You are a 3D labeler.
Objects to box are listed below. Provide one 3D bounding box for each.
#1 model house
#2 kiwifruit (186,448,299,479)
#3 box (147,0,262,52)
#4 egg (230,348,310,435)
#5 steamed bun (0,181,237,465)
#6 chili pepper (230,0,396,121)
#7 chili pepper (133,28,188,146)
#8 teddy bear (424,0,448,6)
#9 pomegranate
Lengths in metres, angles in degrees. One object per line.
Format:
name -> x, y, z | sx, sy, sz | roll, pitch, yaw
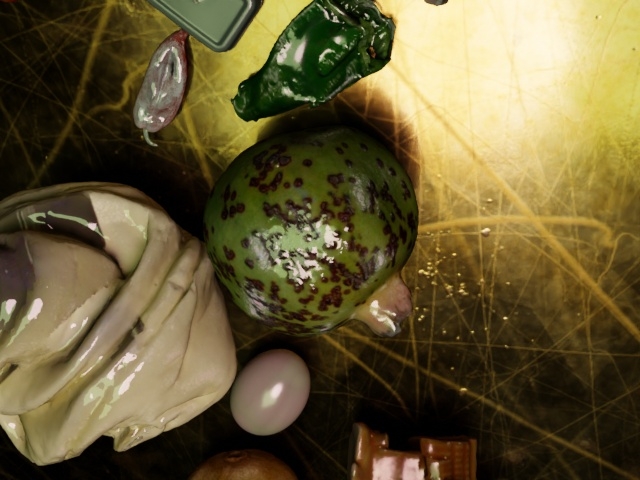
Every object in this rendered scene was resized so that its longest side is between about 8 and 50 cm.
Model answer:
model house -> 0.147, 0.371, 1.049 | 0.229, 0.219, 0.199 | 7, 74, 1
kiwifruit -> -0.109, 0.415, 1.094 | 0.196, 0.196, 0.234 | 1, 108, 9
box -> -0.138, -0.282, 0.860 | 0.126, 0.031, 0.091 | 37, 115, -10
egg -> -0.069, 0.210, 1.037 | 0.103, 0.103, 0.135 | 32, 112, -6
steamed bun -> -0.304, 0.082, 0.879 | 0.394, 0.237, 0.346 | 17, 73, 24
chili pepper -> -0.017, -0.207, 0.861 | 0.216, 0.062, 0.108 | -28, 101, 21
chili pepper -> -0.193, -0.185, 0.911 | 0.050, 0.041, 0.153 | 4, 125, -40
teddy bear -> 0.191, -0.312, 0.743 | 0.213, 0.111, 0.133 | -14, 152, -3
pomegranate -> 0.000, 0.000, 0.851 | 0.270, 0.254, 0.254 | 48, 114, 6
